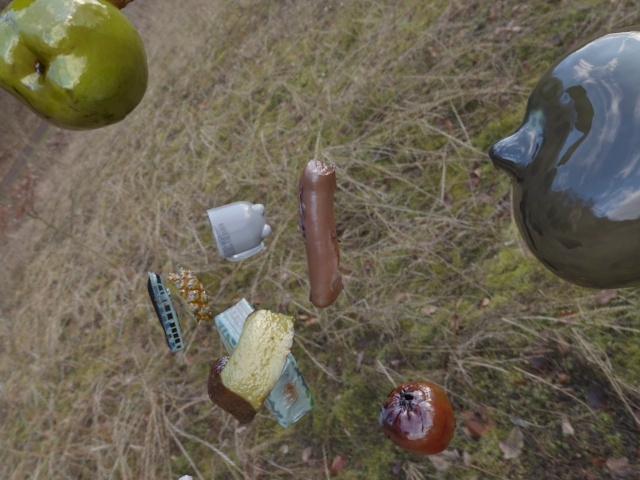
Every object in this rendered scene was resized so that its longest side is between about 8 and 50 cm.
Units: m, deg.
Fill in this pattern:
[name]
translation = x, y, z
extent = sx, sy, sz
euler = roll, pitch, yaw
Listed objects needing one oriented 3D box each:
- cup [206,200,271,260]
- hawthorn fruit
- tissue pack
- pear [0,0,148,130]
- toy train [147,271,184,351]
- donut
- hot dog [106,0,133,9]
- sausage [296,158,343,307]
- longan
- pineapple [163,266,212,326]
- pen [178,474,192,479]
[cup]
translation = -0.206, -0.017, 1.357
extent = 0.141, 0.174, 0.134
euler = -18, 21, -13
[hawthorn fruit]
translation = 0.206, 0.369, 1.046
extent = 0.148, 0.172, 0.148
euler = -28, 30, 18
[tissue pack]
translation = -0.160, 0.338, 1.439
extent = 0.128, 0.228, 0.311
euler = -32, 37, -18
[pear]
translation = -0.335, -0.246, 0.707
extent = 0.200, 0.200, 0.200
euler = -34, 37, 30
[toy train]
translation = -0.354, 0.160, 1.175
extent = 0.047, 0.208, 0.043
euler = -19, 31, -20
[donut]
translation = -0.128, 0.220, 0.884
extent = 0.217, 0.085, 0.141
euler = -55, 15, 20
[hot dog]
translation = -0.411, -0.534, 0.978
extent = 0.256, 0.153, 0.150
euler = -28, 53, 5
[sausage]
translation = 0.001, 0.000, 0.938
extent = 0.078, 0.304, 0.078
euler = -4, 25, 2
[longan]
translation = 0.346, -0.086, 0.582
extent = 0.300, 0.300, 0.243
euler = -46, -12, 12
[pineapple]
translation = -0.415, 0.151, 1.602
extent = 0.079, 0.135, 0.233
euler = -32, 53, -26
[pen]
translation = -0.267, 0.611, 1.030
extent = 0.033, 0.033, 0.269
euler = -37, 48, 26
